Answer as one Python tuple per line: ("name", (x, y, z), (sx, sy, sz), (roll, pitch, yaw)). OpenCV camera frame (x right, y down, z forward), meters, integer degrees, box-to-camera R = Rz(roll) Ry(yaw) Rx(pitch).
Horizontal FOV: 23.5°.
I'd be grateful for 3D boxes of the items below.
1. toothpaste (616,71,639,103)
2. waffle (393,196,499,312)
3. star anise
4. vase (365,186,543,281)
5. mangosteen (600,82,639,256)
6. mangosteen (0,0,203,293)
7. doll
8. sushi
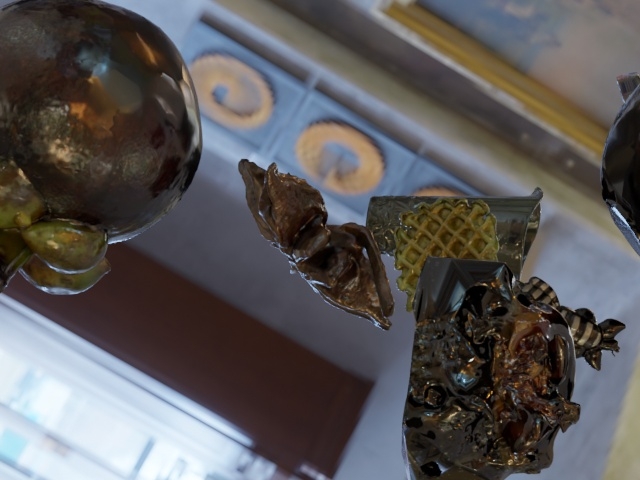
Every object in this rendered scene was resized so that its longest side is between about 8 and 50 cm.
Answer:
("toothpaste", (0.548, -0.188, 2.610), (0.040, 0.196, 0.047), (-17, -169, 14))
("waffle", (0.188, 0.024, 2.318), (0.036, 0.169, 0.183), (25, 61, -62))
("star anise", (-0.003, 0.000, 2.122), (0.109, 0.292, 0.349), (-47, -170, -5))
("vase", (0.229, -0.004, 2.694), (0.156, 0.300, 0.251), (84, 15, -59))
("mangosteen", (0.594, -0.100, 2.287), (0.381, 0.381, 0.421), (-61, -173, -8))
("mangosteen", (-0.277, -0.113, 1.688), (0.330, 0.330, 0.330), (-59, -174, 9))
("doll", (0.361, 0.122, 2.374), (0.091, 0.219, 0.067), (-62, 178, -4))
("sushi", (0.211, 0.178, 1.873), (0.215, 0.212, 0.227), (82, 17, -57))
